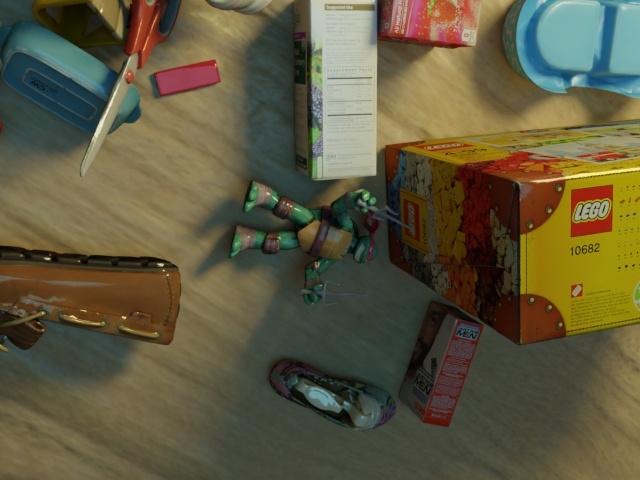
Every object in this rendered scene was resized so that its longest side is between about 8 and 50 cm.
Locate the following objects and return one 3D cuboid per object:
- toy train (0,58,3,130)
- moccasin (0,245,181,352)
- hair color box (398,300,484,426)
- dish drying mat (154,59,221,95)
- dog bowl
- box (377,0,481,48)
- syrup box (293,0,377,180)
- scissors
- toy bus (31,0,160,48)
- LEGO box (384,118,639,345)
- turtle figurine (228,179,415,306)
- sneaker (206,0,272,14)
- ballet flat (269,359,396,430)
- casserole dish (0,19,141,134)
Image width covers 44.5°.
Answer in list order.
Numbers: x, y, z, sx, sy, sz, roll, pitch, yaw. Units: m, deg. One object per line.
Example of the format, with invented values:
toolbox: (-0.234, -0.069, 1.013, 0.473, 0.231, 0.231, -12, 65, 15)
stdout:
toy train: (-0.425, -0.120, 0.878, 0.105, 0.143, 0.248, 24, 116, -21)
moccasin: (-0.371, 0.083, 0.990, 0.380, 0.139, 0.146, 5, 93, -28)
hair color box: (0.183, 0.188, 1.201, 0.053, 0.093, 0.167, 16, 97, -20)
dish drying mat: (-0.176, -0.216, 1.037, 0.083, 0.008, 0.032, -16, 106, -12)
dog bowl: (0.405, -0.301, 1.163, 0.297, 0.074, 0.165, 0, 103, -17)
box: (0.141, -0.390, 1.032, 0.128, 0.122, 0.256, 3, 102, -17)
syrup box: (0.019, -0.206, 1.054, 0.096, 0.093, 0.236, -5, 105, -16)
scissors: (-0.218, -0.205, 0.926, 0.021, 0.109, 0.297, 10, 82, 14)
toy bus: (-0.275, -0.329, 0.924, 0.104, 0.202, 0.190, -2, 114, 14)
LEGO box: (0.389, -0.043, 1.060, 0.500, 0.372, 0.193, -8, 105, -16)
turtle figurine: (0.000, 0.000, 1.085, 0.234, 0.118, 0.175, 15, 99, -8)
sneaker: (-0.143, -0.375, 0.900, 0.103, 0.111, 0.252, -31, 104, 22)
ballet flat: (0.027, 0.242, 1.173, 0.222, 0.079, 0.076, 26, 94, -21)
casserole dish: (-0.309, -0.188, 0.947, 0.188, 0.114, 0.037, 32, 55, -22)
